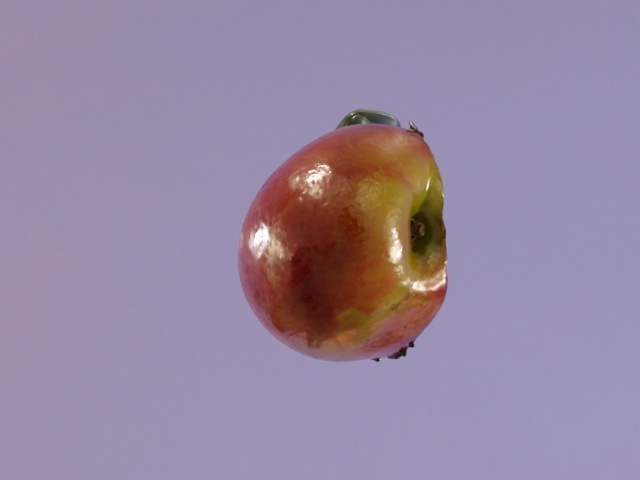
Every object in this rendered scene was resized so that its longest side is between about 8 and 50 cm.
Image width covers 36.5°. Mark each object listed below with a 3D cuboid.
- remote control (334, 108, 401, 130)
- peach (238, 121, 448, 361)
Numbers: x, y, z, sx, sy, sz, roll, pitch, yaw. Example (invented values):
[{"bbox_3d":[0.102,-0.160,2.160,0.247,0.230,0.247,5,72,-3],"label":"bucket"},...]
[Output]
[{"bbox_3d":[0.005,-0.017,0.843,0.072,0.042,0.222,7,-52,-30],"label":"remote control"},{"bbox_3d":[0.001,0.000,0.368,0.098,0.061,0.098,-5,-97,47],"label":"peach"}]
